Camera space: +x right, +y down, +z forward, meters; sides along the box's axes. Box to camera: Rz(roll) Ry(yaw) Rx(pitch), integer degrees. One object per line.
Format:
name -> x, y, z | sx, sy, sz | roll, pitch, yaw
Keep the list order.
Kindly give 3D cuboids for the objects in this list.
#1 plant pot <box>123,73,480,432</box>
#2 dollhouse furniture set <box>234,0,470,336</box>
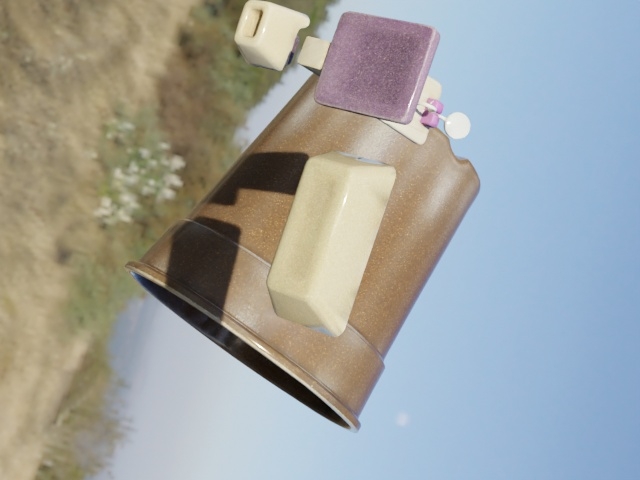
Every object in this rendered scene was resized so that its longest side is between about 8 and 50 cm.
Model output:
plant pot -> 0.000, 0.000, 0.741 | 0.165, 0.167, 0.167 | -54, -177, -11
dollhouse furniture set -> 0.008, -0.023, 0.485 | 0.081, 0.091, 0.114 | 22, 86, -55
